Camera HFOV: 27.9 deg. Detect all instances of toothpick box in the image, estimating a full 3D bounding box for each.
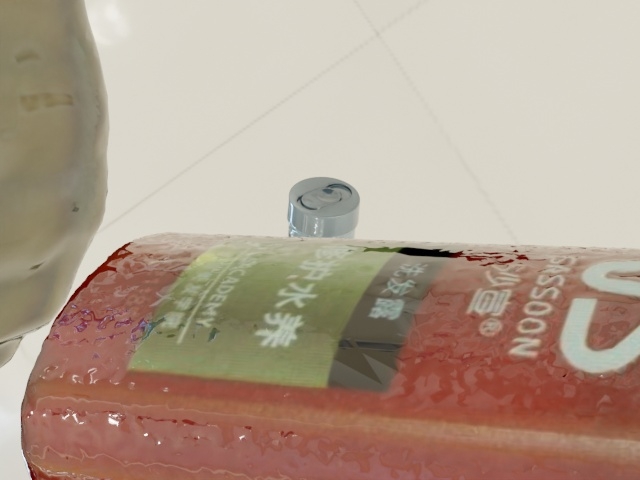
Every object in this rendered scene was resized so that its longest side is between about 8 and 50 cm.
[{"bbox_3d":[0.000,0.000,1.811,0.101,0.101,0.153,13,127,9],"label":"toothpick box"}]

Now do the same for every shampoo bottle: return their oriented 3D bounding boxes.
[{"bbox_3d":[0.070,0.046,0.367,0.314,0.118,0.076,2,117,25],"label":"shampoo bottle"}]

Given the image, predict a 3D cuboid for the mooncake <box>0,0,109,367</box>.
[{"bbox_3d":[-0.236,-0.059,0.596,0.290,0.161,0.290,8,105,35],"label":"mooncake"}]
